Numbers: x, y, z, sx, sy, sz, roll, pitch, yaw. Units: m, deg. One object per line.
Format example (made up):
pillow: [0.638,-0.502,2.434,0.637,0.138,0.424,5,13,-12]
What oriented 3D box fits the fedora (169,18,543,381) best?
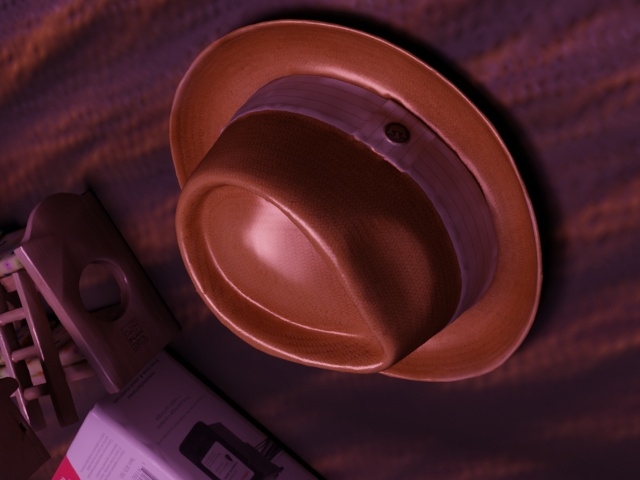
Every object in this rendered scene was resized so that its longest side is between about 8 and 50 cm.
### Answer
fedora: [0.000,0.000,0.669,0.194,0.079,0.194,19,132,23]

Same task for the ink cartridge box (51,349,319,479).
ink cartridge box: [-0.067,0.148,0.841,0.150,0.063,0.109,39,137,4]

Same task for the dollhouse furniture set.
dollhouse furniture set: [-0.202,0.067,0.809,0.182,0.161,0.101,-17,110,42]
